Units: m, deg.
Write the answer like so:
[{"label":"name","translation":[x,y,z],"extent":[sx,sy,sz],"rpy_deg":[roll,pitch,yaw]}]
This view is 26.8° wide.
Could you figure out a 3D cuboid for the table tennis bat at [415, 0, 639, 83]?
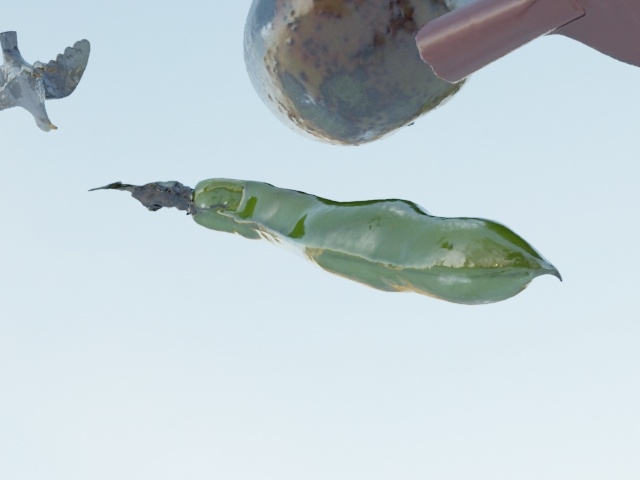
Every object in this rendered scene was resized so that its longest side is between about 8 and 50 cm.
[{"label":"table tennis bat","translation":[0.244,-0.217,0.991],"extent":[0.415,0.051,0.268],"rpy_deg":[-24,-61,39]}]

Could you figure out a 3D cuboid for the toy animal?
[{"label":"toy animal","translation":[-0.137,-0.074,0.636],"extent":[0.084,0.050,0.028],"rpy_deg":[-15,-34,-41]}]

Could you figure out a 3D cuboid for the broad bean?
[{"label":"broad bean","translation":[0.006,-0.002,0.849],"extent":[0.318,0.056,0.098],"rpy_deg":[9,15,31]}]

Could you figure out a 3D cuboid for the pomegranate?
[{"label":"pomegranate","translation":[0.027,-0.281,1.494],"extent":[0.285,0.340,0.285],"rpy_deg":[-27,2,1]}]
